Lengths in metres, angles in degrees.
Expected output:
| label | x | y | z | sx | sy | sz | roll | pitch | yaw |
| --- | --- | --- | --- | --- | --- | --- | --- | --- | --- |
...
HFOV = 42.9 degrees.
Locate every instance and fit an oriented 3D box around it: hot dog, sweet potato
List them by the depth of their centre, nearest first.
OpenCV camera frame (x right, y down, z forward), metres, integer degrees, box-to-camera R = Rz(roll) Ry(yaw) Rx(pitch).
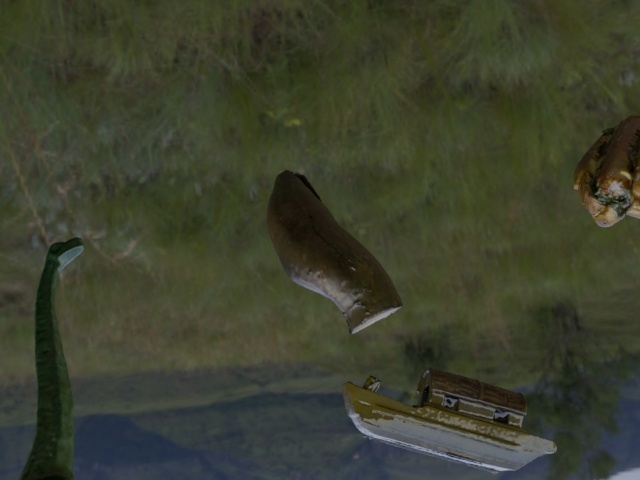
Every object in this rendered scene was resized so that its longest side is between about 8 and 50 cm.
| label | x | y | z | sx | sy | sz | roll | pitch | yaw |
| --- | --- | --- | --- | --- | --- | --- | --- | --- | --- |
| hot dog | 0.335 | -0.081 | 0.873 | 0.115 | 0.072 | 0.269 | -17 | -166 | 27 |
| sweet potato | -0.004 | 0.006 | 0.954 | 0.112 | 0.085 | 0.286 | 24 | -162 | -38 |

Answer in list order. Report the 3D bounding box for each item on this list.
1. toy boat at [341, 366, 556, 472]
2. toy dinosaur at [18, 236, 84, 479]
| label | x | y | z | sx | sy | sz | roll | pitch | yaw |
| --- | --- | --- | --- | --- | --- | --- | --- | --- | --- |
| toy boat | 0.131 | 0.180 | 0.842 | 0.226 | 0.088 | 0.068 | 17 | 163 | -6 |
| toy dinosaur | -0.243 | 0.211 | 0.590 | 0.300 | 0.447 | 0.087 | 28 | 156 | 25 |
